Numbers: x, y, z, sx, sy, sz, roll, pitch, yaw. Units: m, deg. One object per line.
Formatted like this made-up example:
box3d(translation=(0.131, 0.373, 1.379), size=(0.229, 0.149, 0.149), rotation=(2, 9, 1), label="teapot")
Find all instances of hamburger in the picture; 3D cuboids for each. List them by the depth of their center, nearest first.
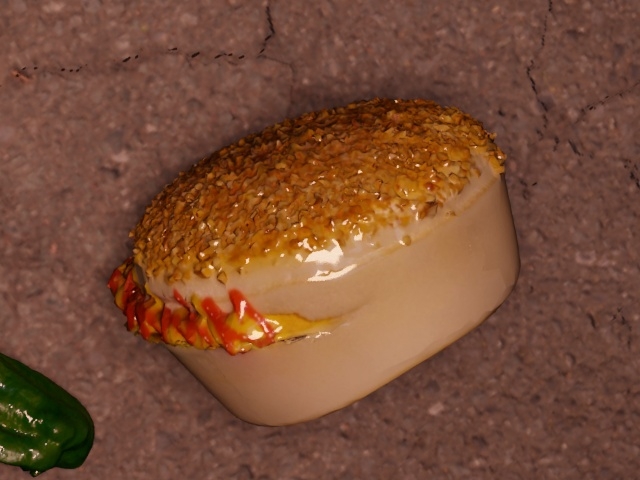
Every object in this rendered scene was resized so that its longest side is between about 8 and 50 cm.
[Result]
box3d(translation=(0.000, 0.000, 1.323), size=(0.294, 0.276, 0.179), rotation=(-31, 108, -17), label="hamburger")

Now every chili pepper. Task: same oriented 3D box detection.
box3d(translation=(-0.284, 0.111, 1.353), size=(0.257, 0.074, 0.100), rotation=(19, 85, -14), label="chili pepper")
